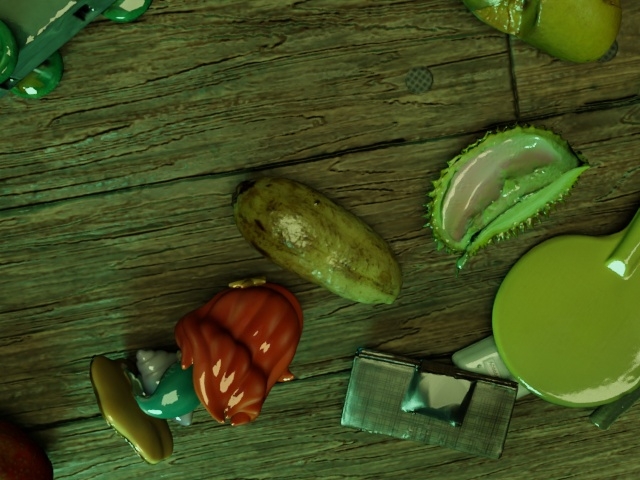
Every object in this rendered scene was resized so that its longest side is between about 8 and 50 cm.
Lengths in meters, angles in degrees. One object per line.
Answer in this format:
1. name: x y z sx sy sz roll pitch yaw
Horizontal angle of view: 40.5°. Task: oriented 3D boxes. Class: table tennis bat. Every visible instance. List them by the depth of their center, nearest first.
1. table tennis bat: 0.386 0.052 1.168 0.224 0.054 0.368 36 90 15

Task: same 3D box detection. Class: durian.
1. durian: 0.232 -0.062 1.138 0.221 0.095 0.137 -38 67 7

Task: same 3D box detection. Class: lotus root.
1. lotus root: 0.000 0.000 1.133 0.258 0.097 0.110 29 96 -13

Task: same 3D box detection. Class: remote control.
1. remote control: 0.335 0.146 1.211 0.293 0.051 0.103 -25 104 3

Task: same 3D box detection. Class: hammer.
1. hammer: 0.474 0.153 1.170 0.125 0.027 0.297 50 117 27

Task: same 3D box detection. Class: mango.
1. mango: 0.268 -0.325 1.063 0.262 0.130 0.167 32 104 -15

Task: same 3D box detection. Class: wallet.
1. wallet: 0.149 0.226 1.200 0.230 0.042 0.124 12 111 5

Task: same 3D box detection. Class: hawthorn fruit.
1. hawthorn fruit: -0.426 0.327 1.148 0.194 0.157 0.157 41 97 -22

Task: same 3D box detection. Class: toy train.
1. toy train: -0.359 -0.321 1.002 0.429 0.178 0.249 -39 91 5

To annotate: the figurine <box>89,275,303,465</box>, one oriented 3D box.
1. figurine: -0.141 0.163 1.104 0.257 0.208 0.181 -33 70 10
